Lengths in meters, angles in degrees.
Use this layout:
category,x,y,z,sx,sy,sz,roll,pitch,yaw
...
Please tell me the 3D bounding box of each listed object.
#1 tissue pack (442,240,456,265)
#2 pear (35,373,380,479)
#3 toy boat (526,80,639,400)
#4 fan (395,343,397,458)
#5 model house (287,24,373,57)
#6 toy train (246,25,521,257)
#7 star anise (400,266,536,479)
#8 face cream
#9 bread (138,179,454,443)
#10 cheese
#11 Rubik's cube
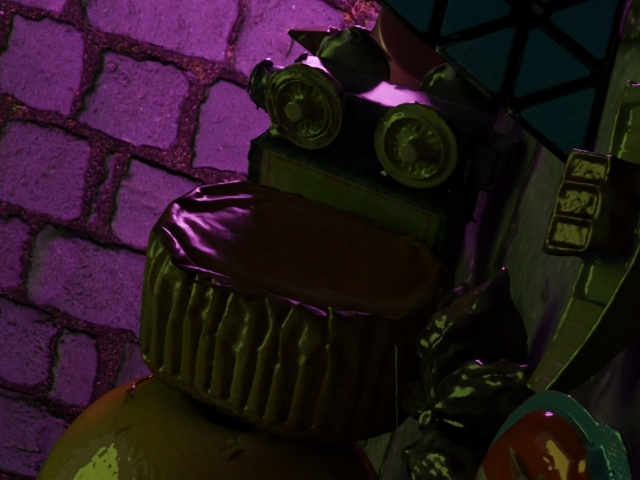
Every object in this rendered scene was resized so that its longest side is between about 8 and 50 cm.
category,x,y,z,sx,sy,sz,roll,pitch,yaw
tissue pack,0.047,0.039,1.129,0.186,0.090,0.222,20,97,42
pear,-0.096,0.277,0.899,0.348,0.348,0.349,-164,90,-86
toy boat,0.147,0.001,0.530,0.065,0.066,0.172,-139,65,-83
fan,0.057,0.223,0.708,0.182,0.010,0.310,-92,0,-82
model house,0.063,-0.272,1.610,0.181,0.248,0.176,-79,6,-66
toy train,0.053,-0.089,0.975,0.134,0.260,0.178,-45,-30,-48
star anise,0.099,0.111,0.712,0.212,0.073,0.197,-93,17,-73
face cream,0.123,-0.194,1.100,0.104,0.149,0.149,111,174,-65
bread,-0.021,0.057,0.867,0.227,0.253,0.143,-37,-33,-65
cheese,0.096,0.153,0.551,0.256,0.037,0.106,126,139,-58
Rubik's cube,0.177,-0.111,0.785,0.190,0.211,0.178,53,-157,-55
